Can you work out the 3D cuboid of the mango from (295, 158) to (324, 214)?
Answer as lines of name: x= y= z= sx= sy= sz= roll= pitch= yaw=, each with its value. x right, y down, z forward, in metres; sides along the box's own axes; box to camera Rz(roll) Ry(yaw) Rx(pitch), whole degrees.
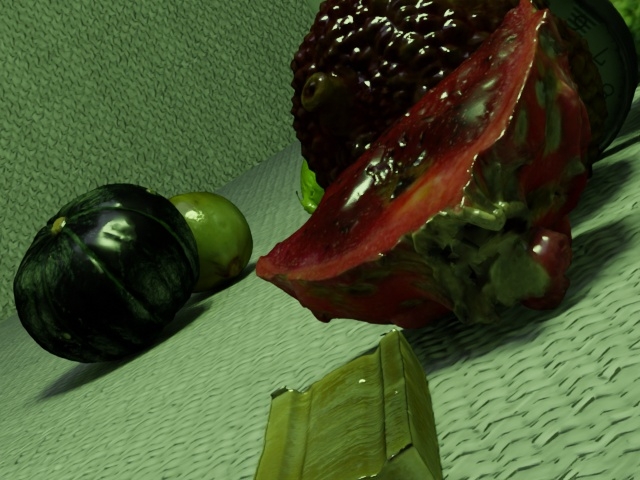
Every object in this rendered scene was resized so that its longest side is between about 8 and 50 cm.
mango: x=0.039 y=-0.100 z=1.862 sx=0.119 sy=0.100 sz=0.178 roll=-98 pitch=31 yaw=-57

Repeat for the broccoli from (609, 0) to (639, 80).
broccoli: x=0.291 y=-0.323 z=1.407 sx=0.353 sy=0.397 sz=0.275 roll=-38 pitch=7 yaw=-8

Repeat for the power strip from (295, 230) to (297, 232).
power strip: x=0.000 y=0.000 z=1.676 sx=0.055 sy=0.035 sz=0.083 roll=-33 pitch=10 yaw=-33

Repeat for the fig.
fig: x=-0.150 y=0.002 z=1.900 sx=0.136 sy=0.120 sz=0.153 roll=-27 pitch=-2 yaw=-19

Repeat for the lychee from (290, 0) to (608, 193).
lychee: x=0.102 y=-0.103 z=1.224 sx=0.271 sy=0.235 sz=0.236 roll=0 pitch=-8 yaw=-28

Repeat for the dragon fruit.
dragon fruit: x=0.096 y=-0.006 z=1.005 sx=0.262 sy=0.134 sz=0.211 roll=-43 pitch=16 yaw=11

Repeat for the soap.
soap: x=0.012 y=0.105 z=0.817 sx=0.092 sy=0.037 sz=0.252 roll=-29 pitch=7 yaw=6

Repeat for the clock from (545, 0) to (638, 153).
clock: x=0.179 y=-0.139 z=1.349 sx=0.184 sy=0.184 sz=0.040 roll=-26 pitch=14 yaw=22

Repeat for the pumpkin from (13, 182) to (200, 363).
pumpkin: x=-0.240 y=0.036 z=1.759 sx=0.220 sy=0.162 sz=0.220 roll=-36 pitch=20 yaw=16

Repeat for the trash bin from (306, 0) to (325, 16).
trash bin: x=0.128 y=-0.274 z=1.640 sx=0.296 sy=0.367 sz=0.255 roll=-23 pitch=45 yaw=19
